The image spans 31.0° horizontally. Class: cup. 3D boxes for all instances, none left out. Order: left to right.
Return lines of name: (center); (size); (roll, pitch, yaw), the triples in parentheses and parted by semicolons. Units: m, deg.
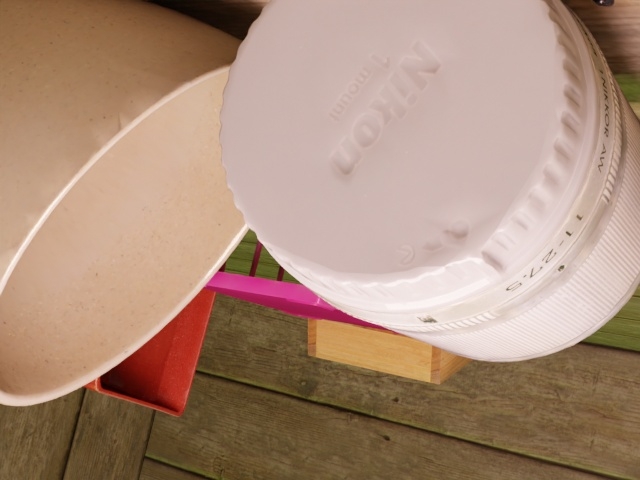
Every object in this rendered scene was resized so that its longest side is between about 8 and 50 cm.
cup: (-0.211, -0.072, 0.906); (0.237, 0.331, 0.331); (41, -179, 16)

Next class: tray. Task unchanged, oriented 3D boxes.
tray: (0.174, 0.098, 1.718); (0.203, 0.076, 0.411); (9, -162, 30)

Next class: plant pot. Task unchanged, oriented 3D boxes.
plant pot: (-0.292, 0.053, 1.453); (0.236, 0.267, 0.267); (10, 168, 17)

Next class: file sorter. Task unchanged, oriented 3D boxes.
file sorter: (0.000, 0.000, 1.432); (0.202, 0.182, 0.291); (8, 173, 31)

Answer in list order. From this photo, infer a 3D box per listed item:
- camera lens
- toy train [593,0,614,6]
camera lens: (0.087, -0.044, 0.723); (0.219, 0.219, 0.274); (10, 172, 27)
toy train: (0.182, -0.142, 0.562); (0.036, 0.027, 0.158); (29, 167, -29)
